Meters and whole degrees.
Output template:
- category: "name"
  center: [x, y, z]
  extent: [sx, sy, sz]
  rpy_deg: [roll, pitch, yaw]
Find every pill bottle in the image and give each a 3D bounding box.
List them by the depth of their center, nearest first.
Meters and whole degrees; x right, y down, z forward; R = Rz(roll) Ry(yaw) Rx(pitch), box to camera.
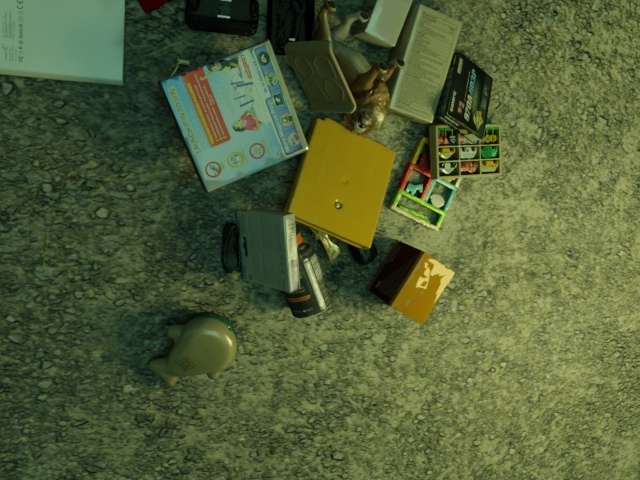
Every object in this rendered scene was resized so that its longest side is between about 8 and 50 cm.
- category: "pill bottle"
  center: [-0.062, 0.097, 1.905]
  extent: [0.130, 0.130, 0.246]
  rpy_deg: [-24, 106, -14]

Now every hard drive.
- category: "hard drive"
  center: [-0.678, -0.525, 1.614]
  extent: [0.352, 0.047, 0.233]
  rpy_deg: [1, 100, -19]

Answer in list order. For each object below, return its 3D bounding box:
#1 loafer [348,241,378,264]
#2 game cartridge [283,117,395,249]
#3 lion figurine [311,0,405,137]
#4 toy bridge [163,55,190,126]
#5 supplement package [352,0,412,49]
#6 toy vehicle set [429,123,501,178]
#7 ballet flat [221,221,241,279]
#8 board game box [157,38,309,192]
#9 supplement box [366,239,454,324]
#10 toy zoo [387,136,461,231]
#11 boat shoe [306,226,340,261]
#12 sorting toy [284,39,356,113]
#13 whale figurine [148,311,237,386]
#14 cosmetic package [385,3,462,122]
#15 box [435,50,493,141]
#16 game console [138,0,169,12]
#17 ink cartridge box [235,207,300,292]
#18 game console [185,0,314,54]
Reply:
- category: "loafer"
  center: [0.111, -0.033, 1.976]
  extent: [0.078, 0.076, 0.223]
  rpy_deg: [-33, 106, -31]
- category: "game cartridge"
  center: [0.062, -0.171, 1.893]
  extent: [0.285, 0.052, 0.324]
  rpy_deg: [23, 72, -21]
- category: "lion figurine"
  center: [0.080, -0.498, 1.823]
  extent: [0.142, 0.240, 0.392]
  rpy_deg: [-31, 87, -37]
- category: "toy bridge"
  center: [-0.395, -0.406, 1.747]
  extent: [0.063, 0.026, 0.188]
  rpy_deg: [3, 99, -19]
- category: "supplement package"
  center: [0.184, -0.660, 1.857]
  extent: [0.105, 0.105, 0.180]
  rpy_deg: [20, 93, -22]
- category: "toy vehicle set"
  center: [0.462, -0.283, 2.032]
  extent: [0.266, 0.035, 0.166]
  rpy_deg: [-7, 96, -28]
- category: "ballet flat"
  center: [-0.259, 0.033, 1.867]
  extent: [0.057, 0.049, 0.173]
  rpy_deg: [-7, 103, -17]
- category: "board game box"
  center: [-0.225, -0.327, 1.691]
  extent: [0.301, 0.086, 0.309]
  rpy_deg: [-25, 108, -13]
- category: "supplement box"
  center: [0.276, 0.126, 1.993]
  extent: [0.129, 0.194, 0.191]
  rpy_deg: [32, 89, -22]
- category: "toy zoo"
  center: [0.355, -0.199, 2.046]
  extent: [0.192, 0.030, 0.293]
  rpy_deg: [23, 92, -22]
- category: "boat shoe"
  center: [0.000, 0.000, 1.949]
  extent: [0.048, 0.056, 0.153]
  rpy_deg: [-47, 118, -10]
- category: "sorting toy"
  center: [0.003, -0.454, 1.772]
  extent: [0.038, 0.193, 0.208]
  rpy_deg: [-42, 126, -26]
- category: "whale figurine"
  center: [-0.365, 0.312, 1.859]
  extent: [0.272, 0.141, 0.216]
  rpy_deg: [-34, 111, 16]
- category: "cosmetic package"
  center: [0.290, -0.522, 1.917]
  extent: [0.160, 0.113, 0.310]
  rpy_deg: [15, 94, -22]
- category: "box"
  center: [0.443, -0.438, 1.964]
  extent: [0.175, 0.051, 0.221]
  rpy_deg: [25, 70, -33]
- category: "game console"
  center: [-0.434, -0.693, 1.684]
  extent: [0.124, 0.085, 0.144]
  rpy_deg: [-22, 109, 18]
- category: "ink cartridge box"
  center: [-0.151, 0.022, 1.829]
  extent: [0.045, 0.223, 0.224]
  rpy_deg: [-16, 108, -41]
- category: "game console"
  center: [-0.188, -0.631, 1.767]
  extent: [0.361, 0.044, 0.213]
  rpy_deg: [0, 100, -21]
